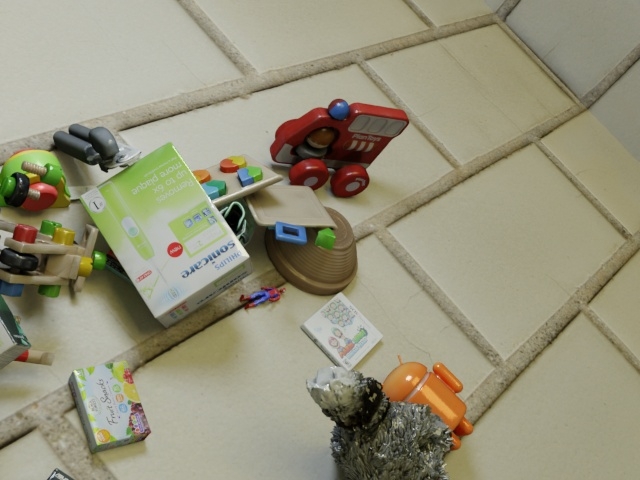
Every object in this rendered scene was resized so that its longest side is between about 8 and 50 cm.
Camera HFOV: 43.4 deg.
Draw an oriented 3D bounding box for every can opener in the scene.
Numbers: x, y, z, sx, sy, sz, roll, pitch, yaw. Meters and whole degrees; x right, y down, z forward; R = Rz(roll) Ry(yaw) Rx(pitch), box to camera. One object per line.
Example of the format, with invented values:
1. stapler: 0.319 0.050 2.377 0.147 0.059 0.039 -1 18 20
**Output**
1. can opener: -0.447 -0.195 1.589 0.074 0.093 0.280 -32 31 -29

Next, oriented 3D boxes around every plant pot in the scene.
1. plant pot: 0.000 0.000 1.846 0.237 0.110 0.237 21 45 -22

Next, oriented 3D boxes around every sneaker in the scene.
1. sneaker: -0.176 -0.041 1.718 0.094 0.151 0.256 33 40 -6

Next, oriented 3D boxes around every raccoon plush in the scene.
1. raccoon plush: 0.098 0.444 1.410 0.446 0.216 0.299 33 37 -42

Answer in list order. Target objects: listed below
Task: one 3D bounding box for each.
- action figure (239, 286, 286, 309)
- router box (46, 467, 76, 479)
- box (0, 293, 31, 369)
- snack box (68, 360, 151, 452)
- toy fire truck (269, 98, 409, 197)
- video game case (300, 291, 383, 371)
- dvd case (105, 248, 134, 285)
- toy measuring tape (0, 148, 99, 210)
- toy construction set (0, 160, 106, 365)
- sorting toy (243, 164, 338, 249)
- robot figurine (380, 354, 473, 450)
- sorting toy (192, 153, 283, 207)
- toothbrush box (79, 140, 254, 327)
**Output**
1. action figure: -0.118 0.118 1.717 0.115 0.030 0.038 -14 59 -45
2. router box: -0.388 0.425 1.237 0.122 0.038 0.092 36 41 -5
3. box: -0.620 0.100 1.226 0.322 0.232 0.058 54 -1 13
4. snack box: -0.363 0.283 1.380 0.100 0.037 0.141 -7 59 -39
5. toy fire truck: 0.039 -0.252 1.985 0.302 0.254 0.169 5 52 -34
6. video game case: 0.050 0.202 1.774 0.143 0.019 0.157 46 42 7
7. dvd case: -0.375 0.031 1.611 0.087 0.013 0.119 34 43 -7
8. toy measuring tape: -0.501 -0.122 1.575 0.330 0.121 0.121 -6 59 -40
9. toy construction set: -0.469 0.064 1.385 0.237 0.257 0.308 19 65 -40
10. sorting toy: -0.079 -0.068 1.753 0.196 0.047 0.347 5 29 -24
11. robot figurine: 0.219 0.344 1.694 0.219 0.158 0.128 43 19 4
12. sorting toy: -0.208 -0.133 1.729 0.193 0.038 0.208 -25 29 -23
13. toothbrush box: -0.290 -0.010 1.536 0.206 0.122 0.283 -33 78 -8
